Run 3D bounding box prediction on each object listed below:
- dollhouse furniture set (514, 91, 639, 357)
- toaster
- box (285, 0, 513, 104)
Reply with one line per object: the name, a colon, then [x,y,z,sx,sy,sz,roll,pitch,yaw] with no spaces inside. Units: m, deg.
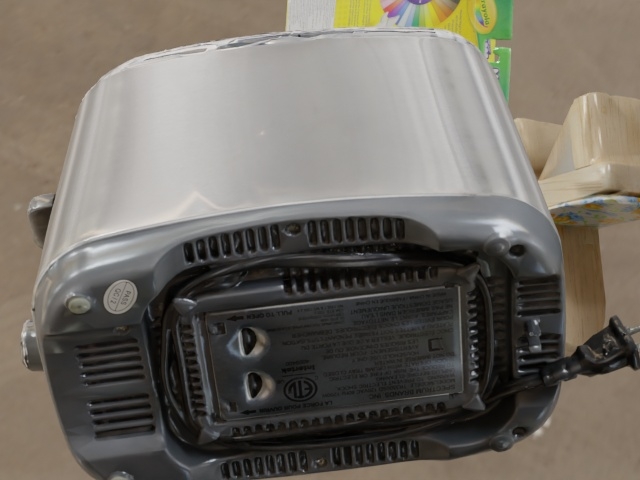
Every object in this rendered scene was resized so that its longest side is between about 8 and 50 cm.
dollhouse furniture set: [0.369,0.031,1.028,0.362,0.394,0.256,-17,73,49]
toaster: [0.000,0.000,0.678,0.227,0.146,0.129,-8,130,0]
box: [0.059,-0.131,1.276,0.179,0.043,0.105,1,85,32]
